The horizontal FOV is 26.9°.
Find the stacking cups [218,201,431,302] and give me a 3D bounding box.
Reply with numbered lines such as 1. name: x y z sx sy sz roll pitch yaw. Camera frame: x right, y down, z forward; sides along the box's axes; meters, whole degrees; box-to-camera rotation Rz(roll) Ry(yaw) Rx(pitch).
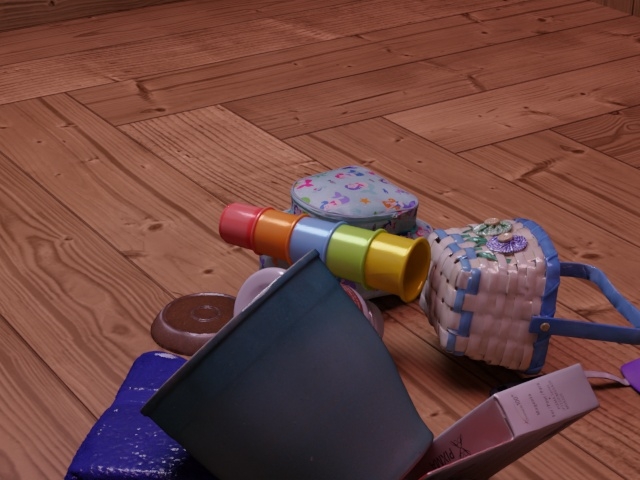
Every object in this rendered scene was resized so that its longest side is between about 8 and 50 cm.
1. stacking cups: 0.000 0.000 1.926 0.316 0.096 0.096 17 31 26

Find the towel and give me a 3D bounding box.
1. towel: -0.171 0.247 1.710 0.228 0.076 0.308 3 24 12

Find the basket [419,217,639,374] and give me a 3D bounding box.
1. basket: 0.300 0.079 1.900 0.289 0.201 0.255 8 16 -13

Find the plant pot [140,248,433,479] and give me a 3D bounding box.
1. plant pot: -0.018 0.192 1.523 0.255 0.271 0.271 46 36 2

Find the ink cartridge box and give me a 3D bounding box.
1. ink cartridge box: 0.150 0.244 1.520 0.239 0.275 0.060 -14 70 -29

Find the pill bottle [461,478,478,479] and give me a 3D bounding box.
1. pill bottle: 0.215 0.344 1.467 0.180 0.108 0.108 22 33 37

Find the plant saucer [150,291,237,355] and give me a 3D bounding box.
1. plant saucer: -0.172 0.120 2.015 0.168 0.029 0.168 1 26 -1

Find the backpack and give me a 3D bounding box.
1. backpack: 0.030 0.003 2.095 0.253 0.191 0.225 -21 33 -27

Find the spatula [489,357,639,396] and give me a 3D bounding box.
1. spatula: 0.377 0.192 1.869 0.296 0.030 0.084 -5 26 -11

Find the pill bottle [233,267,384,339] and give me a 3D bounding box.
1. pill bottle: -0.009 0.111 1.857 0.121 0.121 0.216 24 5 39
